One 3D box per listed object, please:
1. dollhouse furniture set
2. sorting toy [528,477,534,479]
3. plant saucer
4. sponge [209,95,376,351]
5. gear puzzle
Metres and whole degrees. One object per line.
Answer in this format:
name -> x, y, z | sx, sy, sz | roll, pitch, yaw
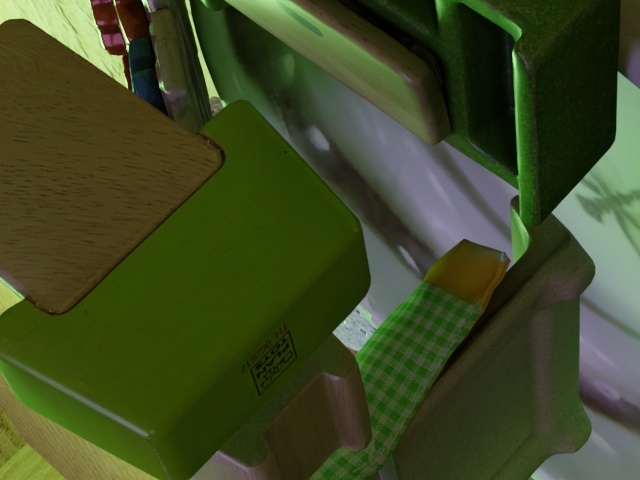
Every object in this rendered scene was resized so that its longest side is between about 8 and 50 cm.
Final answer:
dollhouse furniture set -> -0.018, 0.026, 0.581 | 0.151, 0.197, 0.301 | 36, 160, 26
sorting toy -> 0.138, 0.155, 1.066 | 0.274, 0.046, 0.132 | 5, 141, 38
plant saucer -> 0.117, -0.009, 0.691 | 0.400, 0.100, 0.400 | 41, 163, 16
sponge -> 0.000, 0.000, 1.105 | 0.117, 0.031, 0.210 | 21, 149, 55
gear puzzle -> -0.087, -0.122, 0.739 | 0.175, 0.044, 0.339 | 77, 178, -60
